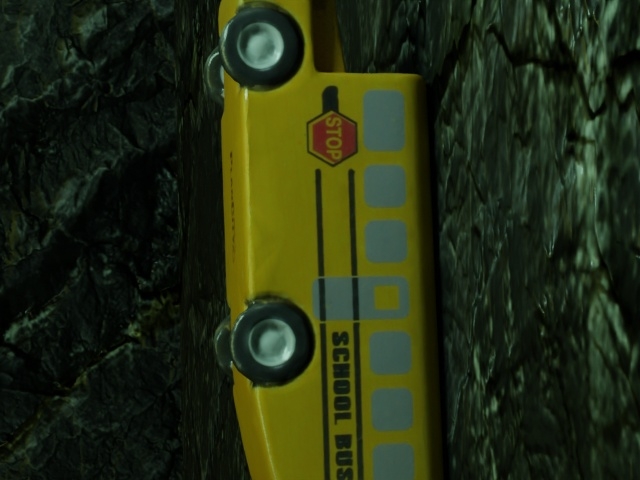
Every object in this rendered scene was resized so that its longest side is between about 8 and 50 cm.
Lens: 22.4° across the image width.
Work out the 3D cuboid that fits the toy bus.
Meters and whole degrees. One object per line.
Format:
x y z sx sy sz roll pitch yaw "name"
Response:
0.000 0.000 1.009 0.108 0.130 0.332 153 115 -79 "toy bus"
